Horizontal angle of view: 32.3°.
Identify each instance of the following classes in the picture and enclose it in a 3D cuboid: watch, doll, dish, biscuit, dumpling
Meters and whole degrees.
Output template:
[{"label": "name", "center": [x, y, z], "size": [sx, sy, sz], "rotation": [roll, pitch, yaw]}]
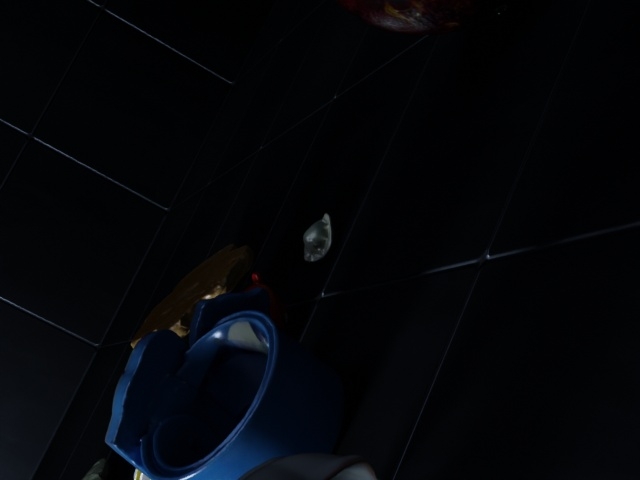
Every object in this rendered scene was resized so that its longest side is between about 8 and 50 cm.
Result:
[{"label": "watch", "center": [-0.089, 0.193, 1.386], "size": [0.275, 0.241, 0.305], "rotation": [-5, 54, 53]}, {"label": "doll", "center": [-0.101, 0.160, 1.699], "size": [0.183, 0.085, 0.217], "rotation": [141, 137, -64]}, {"label": "dish", "center": [-0.047, 0.269, 1.062], "size": [0.081, 0.229, 0.229], "rotation": [45, 111, 30]}, {"label": "biscuit", "center": [-0.239, 0.113, 2.165], "size": [0.269, 0.051, 0.376], "rotation": [-35, 12, 20]}, {"label": "dumpling", "center": [0.000, 0.001, 1.729], "size": [0.077, 0.043, 0.059], "rotation": [-45, 33, 0]}]

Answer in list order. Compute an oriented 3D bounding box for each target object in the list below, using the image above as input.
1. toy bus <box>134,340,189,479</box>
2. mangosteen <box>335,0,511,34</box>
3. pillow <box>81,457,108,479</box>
[{"label": "toy bus", "center": [-0.231, 0.285, 1.729], "size": [0.301, 0.139, 0.113], "rotation": [-96, 18, -61]}, {"label": "mangosteen", "center": [0.143, -0.470, 1.515], "size": [0.381, 0.381, 0.421], "rotation": [-57, 2, 15]}, {"label": "pillow", "center": [-0.509, 0.600, 2.247], "size": [0.274, 0.076, 0.281], "rotation": [-58, 9, 2]}]
